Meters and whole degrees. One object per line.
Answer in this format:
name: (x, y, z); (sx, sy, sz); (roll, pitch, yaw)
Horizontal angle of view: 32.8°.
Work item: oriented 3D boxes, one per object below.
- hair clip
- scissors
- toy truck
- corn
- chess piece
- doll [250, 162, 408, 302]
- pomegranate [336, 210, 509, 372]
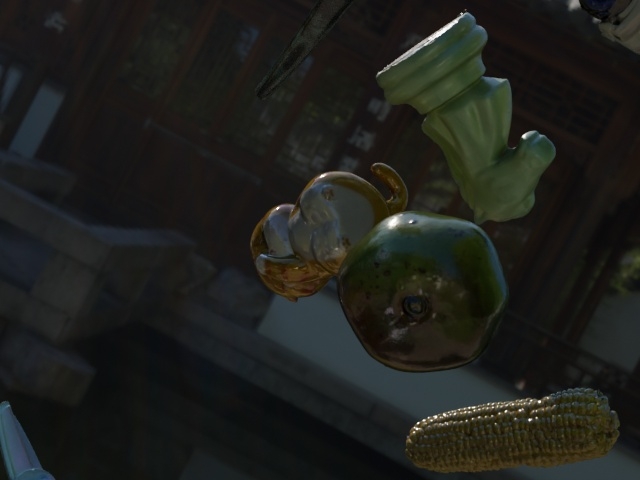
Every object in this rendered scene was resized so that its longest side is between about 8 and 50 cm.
hair clip: (-0.016, -0.246, 1.282); (0.039, 0.229, 0.070); (34, 31, -16)
scissors: (-0.340, 0.303, 1.287); (0.125, 0.030, 0.256); (-13, 57, -31)
toy truck: (0.467, -0.342, 1.433); (0.161, 0.213, 0.177); (-4, 38, -50)
corn: (0.247, 0.257, 1.430); (0.292, 0.101, 0.101); (-14, -19, 25)
chess piece: (0.225, -0.163, 1.567); (0.298, 0.176, 0.176); (56, -3, -8)
doll: (-0.005, -0.004, 1.683); (0.270, 0.166, 0.162); (-23, -19, 40)
pomegranate: (0.116, 0.048, 1.161); (0.180, 0.180, 0.210); (28, 20, 12)
